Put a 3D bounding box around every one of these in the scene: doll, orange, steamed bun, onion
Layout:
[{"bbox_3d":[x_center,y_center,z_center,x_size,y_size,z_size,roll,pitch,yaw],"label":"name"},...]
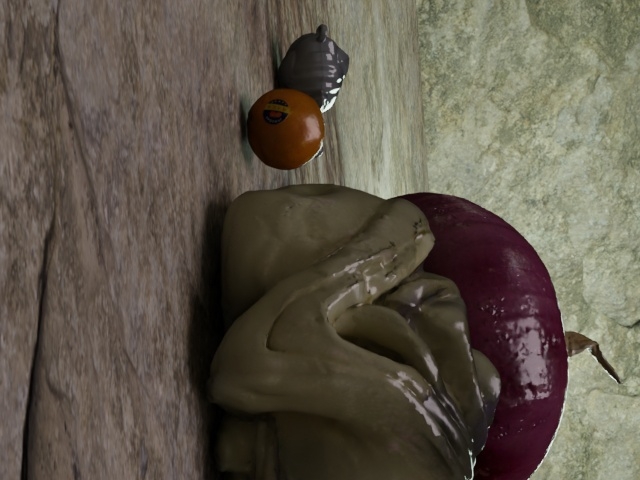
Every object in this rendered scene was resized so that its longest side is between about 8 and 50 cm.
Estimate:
[{"bbox_3d":[-0.010,-0.165,2.077,0.180,0.079,0.094,97,-16,-46],"label":"doll"},{"bbox_3d":[-0.034,-0.110,1.854,0.083,0.083,0.084,-3,90,-82],"label":"orange"},{"bbox_3d":[0.037,0.124,1.683,0.352,0.247,0.339,-76,160,-51],"label":"steamed bun"},{"bbox_3d":[0.144,0.110,2.092,0.345,0.358,0.358,-37,139,-25],"label":"onion"}]
